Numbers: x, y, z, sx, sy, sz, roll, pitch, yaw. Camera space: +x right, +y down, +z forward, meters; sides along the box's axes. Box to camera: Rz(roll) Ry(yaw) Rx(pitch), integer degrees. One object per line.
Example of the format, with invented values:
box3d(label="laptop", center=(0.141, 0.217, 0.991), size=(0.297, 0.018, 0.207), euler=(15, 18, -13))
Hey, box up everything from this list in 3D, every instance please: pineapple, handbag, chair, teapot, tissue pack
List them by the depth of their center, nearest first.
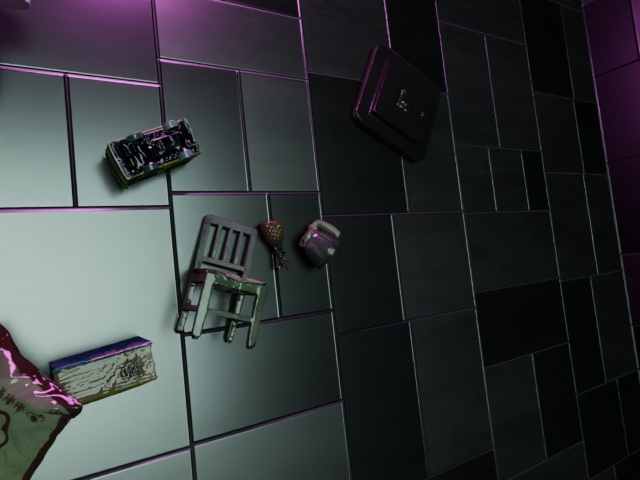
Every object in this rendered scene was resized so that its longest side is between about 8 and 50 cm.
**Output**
box3d(label="handbag", center=(-0.506, 0.284, 0.732), size=(0.212, 0.127, 0.235), euler=(35, 88, 9))
box3d(label="tissue pack", center=(-0.397, 0.240, 0.858), size=(0.169, 0.119, 0.082), euler=(-13, 92, -34))
box3d(label="chair", center=(-0.195, 0.080, 0.992), size=(0.136, 0.147, 0.271), euler=(19, 75, -28))
box3d(label="pineapple", center=(-0.107, 0.015, 1.114), size=(0.058, 0.058, 0.125), euler=(-11, 96, -33))
box3d(label="teapot", center=(-0.006, 0.007, 1.170), size=(0.090, 0.124, 0.092), euler=(38, 106, -6))

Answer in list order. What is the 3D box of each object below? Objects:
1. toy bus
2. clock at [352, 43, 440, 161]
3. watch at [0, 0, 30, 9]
box3d(label="toy bus", center=(-0.344, -0.177, 0.959), size=(0.175, 0.101, 0.088), euler=(-32, 100, -36))
box3d(label="clock", center=(0.238, -0.406, 1.386), size=(0.273, 0.049, 0.279), euler=(27, 70, -27))
box3d(label="watch", center=(-0.624, -0.356, 0.765), size=(0.243, 0.196, 0.232), euler=(6, 87, -34))
